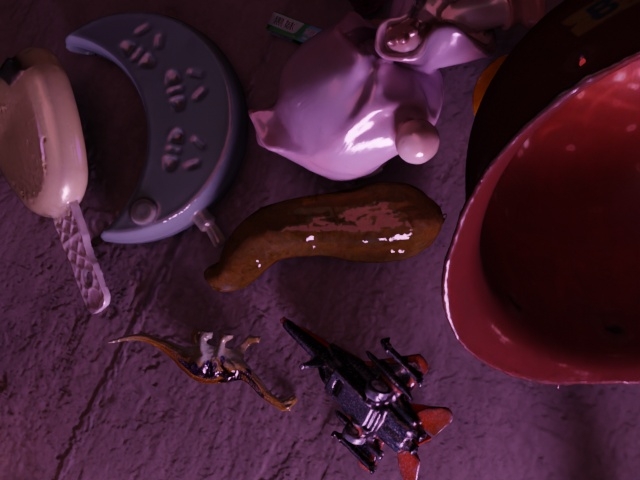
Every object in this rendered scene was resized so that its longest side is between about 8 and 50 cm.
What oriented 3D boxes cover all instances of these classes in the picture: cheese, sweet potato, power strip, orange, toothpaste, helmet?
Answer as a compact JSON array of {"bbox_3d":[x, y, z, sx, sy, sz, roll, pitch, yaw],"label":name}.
[{"bbox_3d":[-0.250,-0.050,1.094,0.127,0.054,0.252,-33,76,48],"label":"cheese"},{"bbox_3d":[-0.003,-0.005,1.037,0.233,0.062,0.081,-12,121,12],"label":"sweet potato"},{"bbox_3d":[-0.150,-0.105,1.101,0.167,0.054,0.253,-18,76,11],"label":"power strip"},{"bbox_3d":[0.175,-0.123,1.017,0.083,0.070,0.083,-3,103,-15],"label":"orange"},{"bbox_3d":[-0.011,-0.194,1.102,0.083,0.017,0.020,24,87,15],"label":"toothpaste"},{"bbox_3d":[0.250,-0.077,0.893,0.384,0.338,0.230,-21,42,4],"label":"helmet"}]

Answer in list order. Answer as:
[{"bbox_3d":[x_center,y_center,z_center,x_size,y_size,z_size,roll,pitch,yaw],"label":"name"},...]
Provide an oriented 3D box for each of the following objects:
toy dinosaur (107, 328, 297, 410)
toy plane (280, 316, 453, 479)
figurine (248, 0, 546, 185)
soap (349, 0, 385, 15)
[{"bbox_3d":[-0.102,0.102,1.063,0.180,0.037,0.058,18,80,15],"label":"toy dinosaur"},{"bbox_3d":[0.027,0.127,1.016,0.189,0.061,0.130,34,120,19],"label":"toy plane"},{"bbox_3d":[0.063,-0.155,0.995,0.276,0.133,0.200,-42,37,23],"label":"figurine"},{"bbox_3d":[0.023,-0.308,0.993,0.099,0.250,0.162,-16,79,12],"label":"soap"}]
